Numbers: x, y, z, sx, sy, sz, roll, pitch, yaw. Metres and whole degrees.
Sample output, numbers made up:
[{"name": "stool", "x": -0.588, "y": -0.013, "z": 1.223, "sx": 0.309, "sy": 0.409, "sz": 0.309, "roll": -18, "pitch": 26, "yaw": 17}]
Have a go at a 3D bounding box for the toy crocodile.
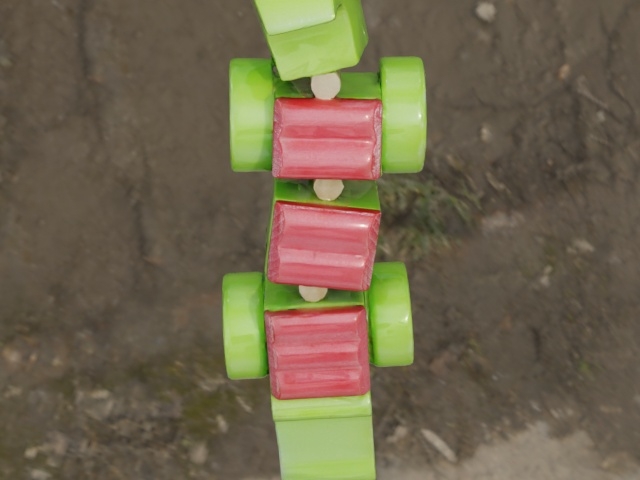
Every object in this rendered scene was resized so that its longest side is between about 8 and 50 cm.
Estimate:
[{"name": "toy crocodile", "x": 0.000, "y": 0.000, "z": 0.811, "sx": 0.115, "sy": 0.340, "sz": 0.105, "roll": 1, "pitch": 25, "yaw": -1}]
